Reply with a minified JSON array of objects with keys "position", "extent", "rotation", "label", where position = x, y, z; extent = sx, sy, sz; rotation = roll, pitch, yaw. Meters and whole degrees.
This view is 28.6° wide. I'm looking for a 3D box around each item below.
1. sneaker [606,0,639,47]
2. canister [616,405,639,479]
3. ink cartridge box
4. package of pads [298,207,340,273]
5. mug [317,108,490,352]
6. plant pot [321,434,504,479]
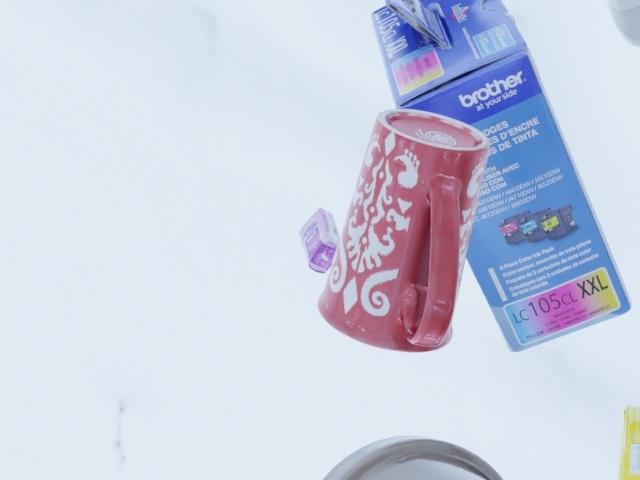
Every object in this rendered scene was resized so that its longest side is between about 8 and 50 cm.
[{"position":[0.341,-0.325,1.428],"extent":[0.087,0.228,0.092],"rotation":[-21,169,42],"label":"sneaker"},{"position":[0.317,0.182,0.967],"extent":[0.170,0.126,0.073],"rotation":[6,108,13],"label":"canister"},{"position":[0.181,-0.118,1.361],"extent":[0.151,0.270,0.395],"rotation":[-22,118,8],"label":"ink cartridge box"},{"position":[0.000,0.000,1.649],"extent":[0.032,0.083,0.050],"rotation":[25,117,-26],"label":"package of pads"},{"position":[0.082,-0.004,0.990],"extent":[0.150,0.113,0.169],"rotation":[32,118,40],"label":"mug"},{"position":[0.130,0.331,1.259],"extent":[0.263,0.263,0.229],"rotation":[31,164,-15],"label":"plant pot"}]
